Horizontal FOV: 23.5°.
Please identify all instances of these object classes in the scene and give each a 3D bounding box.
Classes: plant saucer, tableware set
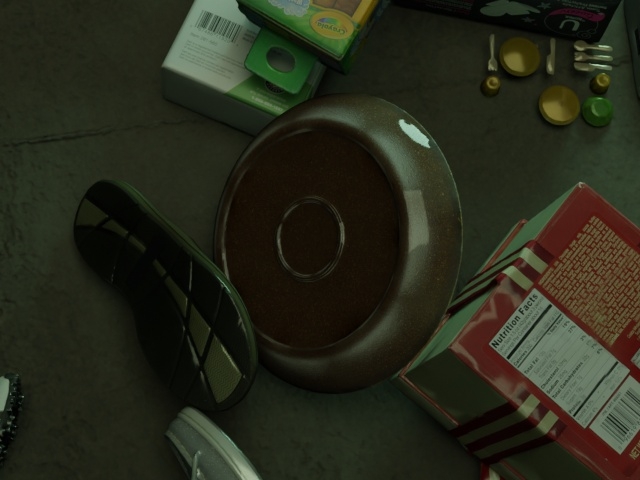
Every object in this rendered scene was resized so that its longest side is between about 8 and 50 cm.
[{"bbox_3d":[0.000,0.000,1.564,0.310,0.050,0.310,-5,82,36],"label":"plant saucer"},{"bbox_3d":[0.260,-0.180,1.762,0.154,0.024,0.104,5,75,-5],"label":"tableware set"}]

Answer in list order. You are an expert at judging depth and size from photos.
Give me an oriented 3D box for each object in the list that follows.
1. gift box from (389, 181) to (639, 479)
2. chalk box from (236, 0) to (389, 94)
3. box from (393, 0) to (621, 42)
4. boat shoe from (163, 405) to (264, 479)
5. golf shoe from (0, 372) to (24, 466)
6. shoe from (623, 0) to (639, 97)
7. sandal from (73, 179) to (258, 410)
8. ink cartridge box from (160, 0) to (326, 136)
[{"bbox_3d":[0.246,0.136,1.537,0.276,0.258,0.255,45,74,1],"label":"gift box"},{"bbox_3d":[-0.002,-0.258,1.591,0.132,0.132,0.213,30,90,3],"label":"chalk box"},{"bbox_3d":[0.219,-0.344,1.746,0.247,0.142,0.163,11,70,-2],"label":"box"},{"bbox_3d":[-0.077,0.316,1.527,0.103,0.118,0.320,-27,84,-14],"label":"boat shoe"},{"bbox_3d":[-0.366,0.216,1.551,0.094,0.077,0.198,21,71,2],"label":"golf shoe"},{"bbox_3d":[0.401,-0.249,1.776,0.081,0.063,0.178,-2,78,-7],"label":"shoe"},{"bbox_3d":[-0.148,0.046,1.597,0.120,0.086,0.303,-48,57,16],"label":"sandal"},{"bbox_3d":[-0.060,-0.237,1.712,0.160,0.092,0.219,24,72,2],"label":"ink cartridge box"}]
